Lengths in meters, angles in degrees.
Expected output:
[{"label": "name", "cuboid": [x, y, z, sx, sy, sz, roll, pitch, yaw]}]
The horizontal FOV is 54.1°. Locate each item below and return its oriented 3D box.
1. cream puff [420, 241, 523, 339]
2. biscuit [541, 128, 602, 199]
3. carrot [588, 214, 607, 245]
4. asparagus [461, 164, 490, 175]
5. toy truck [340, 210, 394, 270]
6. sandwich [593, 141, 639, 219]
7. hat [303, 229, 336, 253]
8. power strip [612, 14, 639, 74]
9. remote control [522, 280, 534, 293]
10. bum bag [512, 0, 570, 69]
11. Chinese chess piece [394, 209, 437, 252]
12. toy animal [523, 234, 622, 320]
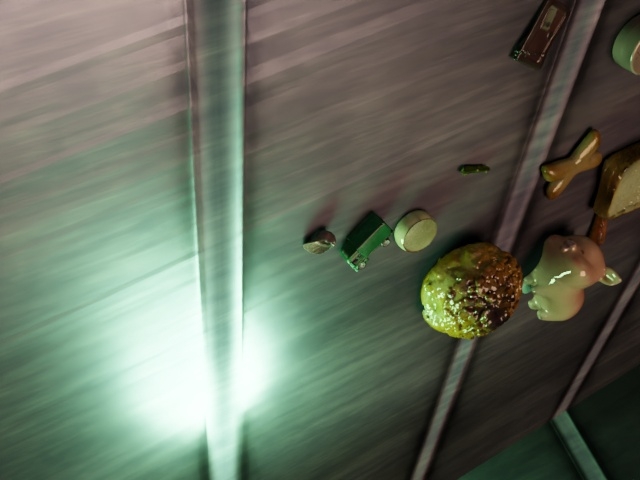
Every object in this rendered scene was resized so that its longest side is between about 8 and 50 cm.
[{"label": "cream puff", "cuboid": [0.469, 0.172, 1.919, 0.327, 0.231, 0.343, 10, 121, -45]}, {"label": "biscuit", "cuboid": [0.769, -0.227, 1.907, 0.208, 0.047, 0.164, -38, 139, 0]}, {"label": "carrot", "cuboid": [0.995, -0.051, 2.236, 0.055, 0.055, 0.162, -22, 130, -18]}, {"label": "asparagus", "cuboid": [0.420, -0.192, 1.704, 0.108, 0.021, 0.025, -7, 135, -32]}, {"label": "toy truck", "cuboid": [0.118, 0.006, 1.633, 0.147, 0.065, 0.079, -46, 137, 9]}, {"label": "sandwich", "cuboid": [1.021, -0.198, 2.087, 0.226, 0.087, 0.251, -26, 136, -17]}, {"label": "hat", "cuboid": [-0.002, 0.000, 1.566, 0.087, 0.042, 0.058, -19, 141, 31]}, {"label": "power strip", "cuboid": [0.866, -0.525, 1.669, 0.154, 0.078, 0.154, -14, 133, -16]}, {"label": "remote control", "cuboid": [0.786, 0.123, 2.258, 0.162, 0.029, 0.061, -42, 137, -1]}, {"label": "bum bag", "cuboid": [0.532, -0.496, 1.506, 0.109, 0.026, 0.159, 8, 116, -41]}, {"label": "Chinese chess piece", "cuboid": [0.261, -0.025, 1.721, 0.122, 0.051, 0.122, -19, 134, -21]}, {"label": "toy animal", "cuboid": [0.840, 0.128, 2.145, 0.269, 0.237, 0.326, -23, 131, -5]}]
